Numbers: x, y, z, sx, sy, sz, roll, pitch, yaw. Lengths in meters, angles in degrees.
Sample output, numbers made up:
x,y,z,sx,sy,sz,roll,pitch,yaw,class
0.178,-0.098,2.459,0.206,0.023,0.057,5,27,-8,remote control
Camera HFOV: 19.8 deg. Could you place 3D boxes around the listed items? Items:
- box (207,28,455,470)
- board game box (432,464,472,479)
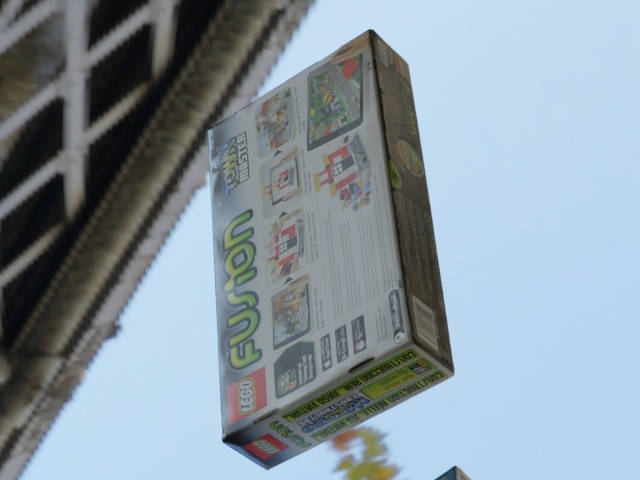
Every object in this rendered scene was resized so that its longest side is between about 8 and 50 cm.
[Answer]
x,y,z,sx,sy,sz,roll,pitch,yaw,class
0.000,0.000,0.909,0.114,0.036,0.207,-29,-136,26,box
0.011,0.178,0.820,0.154,0.103,0.026,-37,-68,20,board game box
